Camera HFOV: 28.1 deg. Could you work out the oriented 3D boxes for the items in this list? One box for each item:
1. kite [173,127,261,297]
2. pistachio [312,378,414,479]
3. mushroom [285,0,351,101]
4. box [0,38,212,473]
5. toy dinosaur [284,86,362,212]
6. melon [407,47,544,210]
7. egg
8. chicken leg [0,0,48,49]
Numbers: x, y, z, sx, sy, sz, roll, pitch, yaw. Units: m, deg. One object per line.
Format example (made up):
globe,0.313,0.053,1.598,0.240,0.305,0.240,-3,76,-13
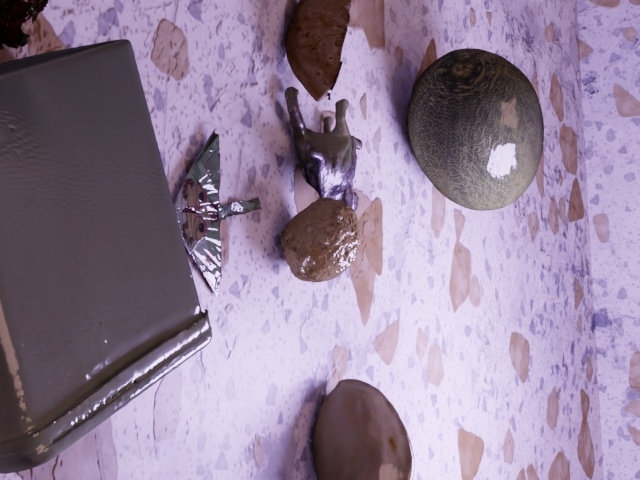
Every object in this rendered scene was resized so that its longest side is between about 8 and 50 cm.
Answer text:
kite,-0.139,-0.037,1.735,0.250,0.012,0.229,-9,99,-63
pistachio,0.064,0.324,1.968,0.137,0.153,0.238,64,7,-54
mushroom,-0.003,-0.308,1.937,0.072,0.094,0.209,105,0,-54
box,-0.290,0.001,1.270,0.352,0.177,0.343,-34,115,-58
toy dinosaur,0.018,-0.129,1.977,0.294,0.077,0.162,30,55,-61
melon,0.285,-0.196,2.327,0.329,0.249,0.248,63,36,-44
egg,0.000,0.000,1.891,0.118,0.116,0.140,87,27,-61
chicken leg,-0.287,-0.299,1.320,0.063,0.234,0.105,29,20,-15
